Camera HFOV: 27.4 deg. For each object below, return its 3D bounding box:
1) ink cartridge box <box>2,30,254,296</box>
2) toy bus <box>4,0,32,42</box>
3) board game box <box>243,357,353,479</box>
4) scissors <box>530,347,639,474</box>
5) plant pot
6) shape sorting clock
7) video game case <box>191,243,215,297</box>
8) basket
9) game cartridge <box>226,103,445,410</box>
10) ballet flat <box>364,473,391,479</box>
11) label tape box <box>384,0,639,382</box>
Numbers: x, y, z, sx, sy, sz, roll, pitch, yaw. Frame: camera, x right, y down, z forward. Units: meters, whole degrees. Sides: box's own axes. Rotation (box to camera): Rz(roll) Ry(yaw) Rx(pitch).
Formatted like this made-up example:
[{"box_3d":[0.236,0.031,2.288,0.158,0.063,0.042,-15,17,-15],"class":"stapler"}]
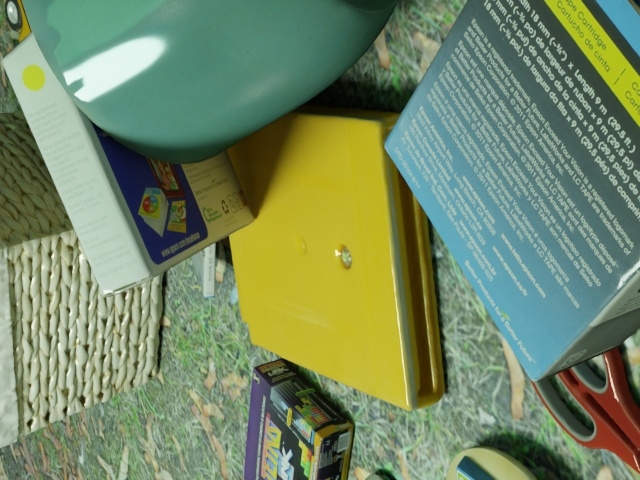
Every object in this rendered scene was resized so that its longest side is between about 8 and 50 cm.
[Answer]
[{"box_3d":[-0.185,-0.125,1.254,0.072,0.303,0.307,-22,94,18],"class":"ink cartridge box"},{"box_3d":[-0.305,-0.250,1.646,0.130,0.108,0.332,-30,78,56],"class":"toy bus"},{"box_3d":[-0.028,0.242,1.491,0.141,0.048,0.170,39,134,42],"class":"board game box"},{"box_3d":[0.265,0.183,1.037,0.297,0.021,0.109,55,141,27],"class":"scissors"},{"box_3d":[-0.070,-0.239,1.130,0.235,0.293,0.293,-19,87,35],"class":"plant pot"},{"box_3d":[0.177,0.285,1.195,0.206,0.040,0.206,37,137,45],"class":"shape sorting clock"},{"box_3d":[-0.138,-0.034,1.532,0.119,0.015,0.166,-116,26,-58],"class":"video game case"},{"box_3d":[-0.391,0.035,1.758,0.328,0.267,0.331,42,136,40],"class":"basket"},{"box_3d":[0.000,0.000,1.343,0.324,0.053,0.285,17,118,57],"class":"game cartridge"},{"box_3d":[0.036,0.343,1.416,0.072,0.068,0.213,44,137,39],"class":"ballet flat"},{"box_3d":[0.197,-0.089,0.932,0.240,0.106,0.333,60,145,23],"class":"label tape box"}]
